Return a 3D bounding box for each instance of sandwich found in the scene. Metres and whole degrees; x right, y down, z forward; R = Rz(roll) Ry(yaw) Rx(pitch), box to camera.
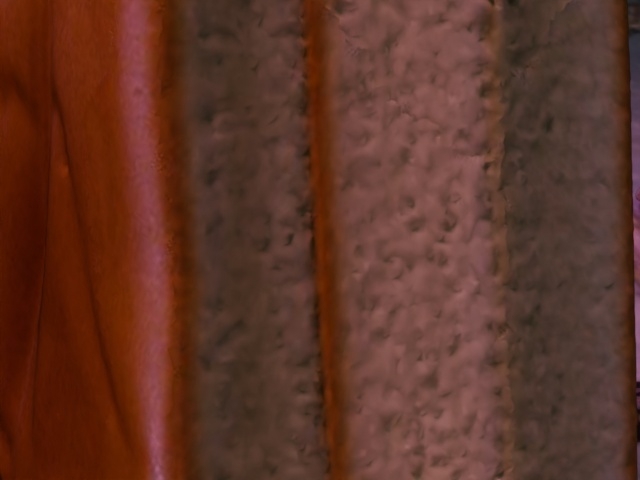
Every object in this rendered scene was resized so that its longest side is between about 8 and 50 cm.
[{"bbox_3d":[0.001,0.000,0.484,0.155,0.198,0.227,-5,40,-28],"label":"sandwich"}]

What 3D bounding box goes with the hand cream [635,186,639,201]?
[{"bbox_3d":[0.274,0.052,0.653,0.124,0.077,0.341,-15,38,-36],"label":"hand cream"}]
